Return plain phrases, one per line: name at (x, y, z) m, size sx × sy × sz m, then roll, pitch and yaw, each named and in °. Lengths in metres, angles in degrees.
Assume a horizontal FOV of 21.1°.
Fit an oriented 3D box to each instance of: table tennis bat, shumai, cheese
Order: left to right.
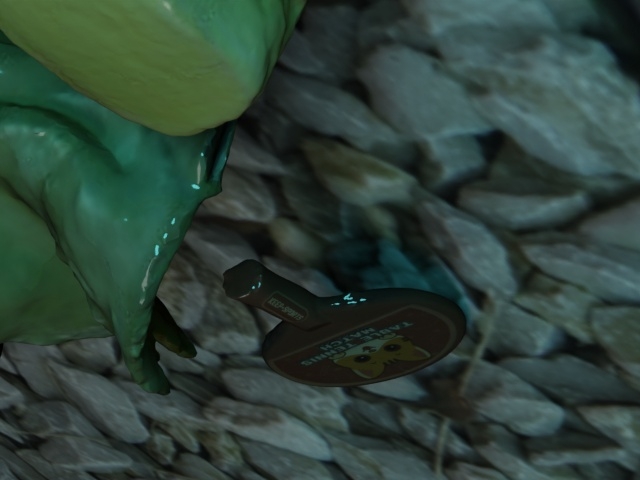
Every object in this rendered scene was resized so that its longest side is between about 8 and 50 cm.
shumai at (-0.164, -0.076, 0.733) m, size 0.288 × 0.330 × 0.292 m, roll -27°, pitch 160°, yaw 34°
cheese at (-0.043, -0.132, 0.578) m, size 0.093 × 0.167 × 0.123 m, roll -1°, pitch 142°, yaw 35°
table tennis bat at (0.000, 0.000, 0.912) m, size 0.107 × 0.119 × 0.170 m, roll -24°, pitch 150°, yaw 25°
